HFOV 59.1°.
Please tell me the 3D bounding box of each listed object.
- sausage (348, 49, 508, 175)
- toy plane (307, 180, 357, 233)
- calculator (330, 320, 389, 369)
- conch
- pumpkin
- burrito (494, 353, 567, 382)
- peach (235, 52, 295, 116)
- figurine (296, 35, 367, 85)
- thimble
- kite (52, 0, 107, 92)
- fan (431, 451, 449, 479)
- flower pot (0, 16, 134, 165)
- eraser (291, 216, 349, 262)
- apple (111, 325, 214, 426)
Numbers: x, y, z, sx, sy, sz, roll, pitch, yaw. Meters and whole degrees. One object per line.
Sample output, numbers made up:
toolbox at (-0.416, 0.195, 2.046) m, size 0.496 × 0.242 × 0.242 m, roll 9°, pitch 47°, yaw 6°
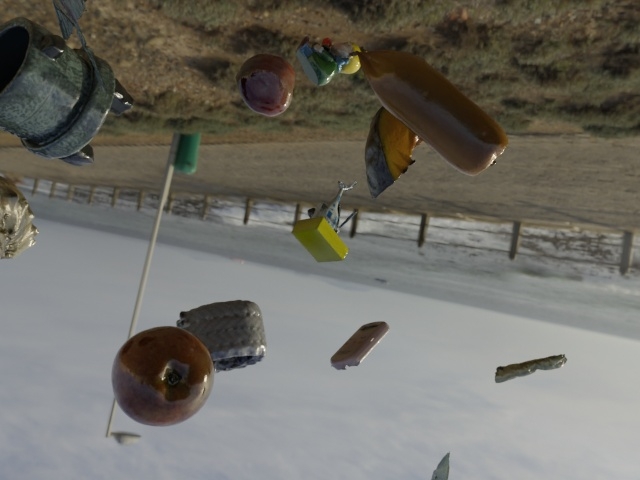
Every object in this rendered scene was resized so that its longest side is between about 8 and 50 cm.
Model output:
sausage at (0.190, -0.246, 1.014) m, size 0.328 × 0.112 × 0.112 m, roll 39°, pitch 174°, yaw -4°
toy plane at (0.038, -0.103, 1.721) m, size 0.107 × 0.273 × 0.182 m, roll 38°, pitch 156°, yaw -18°
calculator at (0.095, 0.247, 1.345) m, size 0.175 × 0.032 × 0.100 m, roll -40°, pitch -169°, yaw -36°
conch at (-0.862, -0.083, 1.443) m, size 0.210 × 0.352 × 0.297 m, roll -32°, pitch 162°, yaw 19°
pumpkin at (0.169, -0.244, 1.342) m, size 0.148 × 0.312 × 0.169 m, roll 49°, pitch 151°, yaw -8°
burrito at (0.538, 0.327, 1.449) m, size 0.186 × 0.041 × 0.045 m, roll -19°, pitch 152°, yaw 19°
peach at (-0.144, -0.397, 1.433) m, size 0.152 × 0.152 × 0.152 m, roll 11°, pitch 176°, yaw 1°
figurine at (0.044, -0.660, 1.994) m, size 0.185 × 0.234 × 0.127 m, roll 55°, pitch 167°, yaw 4°
thimble at (-0.271, 0.271, 1.557) m, size 0.246 × 0.157 × 0.217 m, roll 3°, pitch 151°, yaw -32°
kite at (-0.435, -0.383, 0.997) m, size 0.012 × 0.250 × 0.229 m, roll -32°, pitch -160°, yaw -27°
fan at (0.251, 0.559, 1.238) m, size 0.009 × 0.240 × 0.131 m, roll 11°, pitch -150°, yaw -1°
flower pot at (-0.614, -0.347, 1.306) m, size 0.299 × 0.299 × 0.283 m, roll 9°, pitch 164°, yaw 34°
eraser at (0.000, 0.000, 1.428) m, size 0.097 × 0.045 × 0.122 m, roll -9°, pitch 132°, yaw 45°
apple at (-0.293, 0.253, 1.058) m, size 0.188 × 0.188 × 0.174 m, roll 13°, pitch 167°, yaw -26°
